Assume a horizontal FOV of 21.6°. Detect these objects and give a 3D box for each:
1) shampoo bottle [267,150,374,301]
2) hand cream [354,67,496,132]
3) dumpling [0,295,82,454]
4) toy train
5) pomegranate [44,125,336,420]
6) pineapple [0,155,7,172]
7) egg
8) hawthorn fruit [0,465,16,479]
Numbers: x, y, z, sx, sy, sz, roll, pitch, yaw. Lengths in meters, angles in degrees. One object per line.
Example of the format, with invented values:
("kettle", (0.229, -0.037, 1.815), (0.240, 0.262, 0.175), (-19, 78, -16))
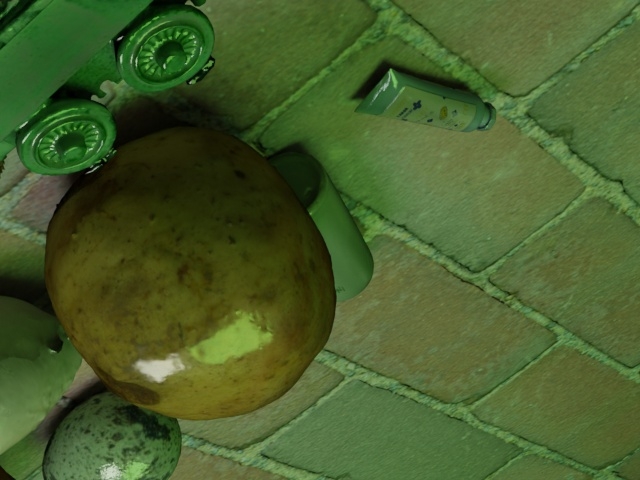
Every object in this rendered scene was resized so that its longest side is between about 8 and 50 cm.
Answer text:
("shampoo bottle", (0.000, 0.000, 1.808), (0.085, 0.085, 0.262), (-30, 150, 1))
("hand cream", (0.115, -0.140, 1.733), (0.171, 0.043, 0.065), (7, 134, -42))
("dumpling", (-0.355, 0.149, 1.690), (0.243, 0.175, 0.227), (14, 161, -32))
("toy train", (-0.210, -0.170, 1.323), (0.266, 0.145, 0.202), (-40, 145, 17))
("pomegranate", (-0.123, 0.032, 1.577), (0.281, 0.281, 0.281), (-21, 149, -13))
("pineapple", (-0.313, -0.058, 1.510), (0.058, 0.058, 0.124), (-16, 161, -21))
("egg", (-0.242, 0.242, 1.926), (0.172, 0.132, 0.132), (-26, 150, 10))
("hawthorn fruit", (-0.448, 0.332, 1.857), (0.251, 0.199, 0.199), (-9, 148, -2))
